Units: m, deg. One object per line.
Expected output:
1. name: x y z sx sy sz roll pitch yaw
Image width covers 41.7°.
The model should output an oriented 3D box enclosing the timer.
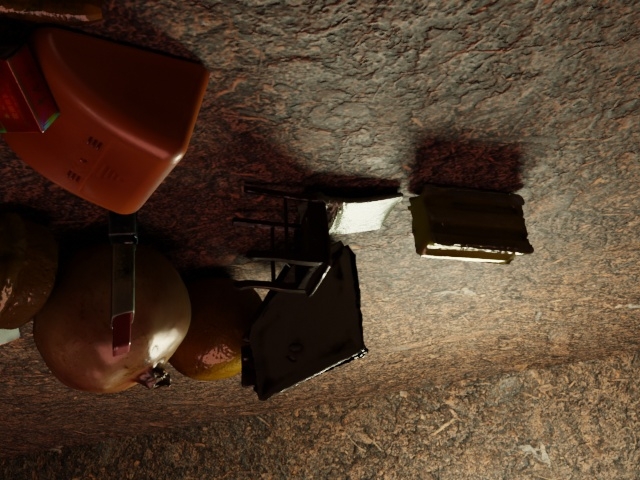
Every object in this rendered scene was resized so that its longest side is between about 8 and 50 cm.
1. timer: -0.331 -0.179 1.226 0.250 0.161 0.257 23 147 -22

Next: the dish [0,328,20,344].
1. dish: -0.807 0.174 1.878 0.256 0.117 0.256 -3 -177 0

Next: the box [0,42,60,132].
1. box: -0.445 -0.199 1.108 0.175 0.048 0.112 3 132 23

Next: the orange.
1. orange: -0.242 0.206 1.964 0.264 0.264 0.264 -4 157 -2

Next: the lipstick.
1. lipstick: -0.347 0.049 1.481 0.051 0.312 0.051 -1 156 -10

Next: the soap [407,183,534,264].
1. soap: 0.295 -0.030 1.655 0.233 0.135 0.076 4 155 -20

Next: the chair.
1. chair: 0.000 0.000 1.613 0.319 0.186 0.160 4 150 -15

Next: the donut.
1. donut: -0.607 0.069 1.615 0.128 0.209 0.261 15 155 -40

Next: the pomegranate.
1. pomegranate: -0.417 0.174 1.727 0.338 0.338 0.338 -4 157 -2

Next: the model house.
1. model house: -0.047 0.177 1.892 0.297 0.317 0.282 -9 177 -3

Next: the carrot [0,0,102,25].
1. carrot: -0.357 -0.291 1.036 0.170 0.042 0.042 3 156 -14
